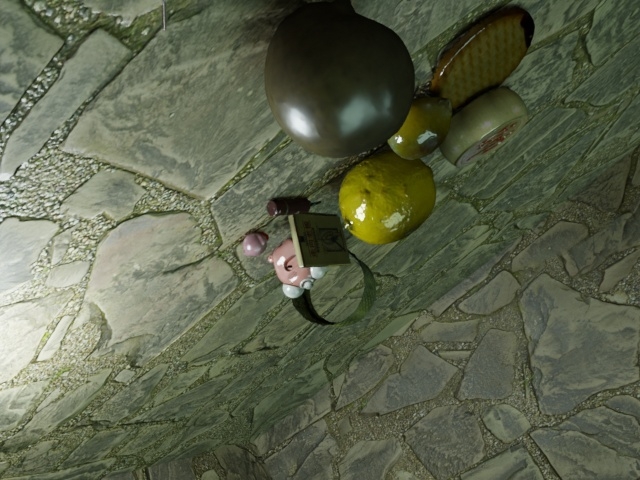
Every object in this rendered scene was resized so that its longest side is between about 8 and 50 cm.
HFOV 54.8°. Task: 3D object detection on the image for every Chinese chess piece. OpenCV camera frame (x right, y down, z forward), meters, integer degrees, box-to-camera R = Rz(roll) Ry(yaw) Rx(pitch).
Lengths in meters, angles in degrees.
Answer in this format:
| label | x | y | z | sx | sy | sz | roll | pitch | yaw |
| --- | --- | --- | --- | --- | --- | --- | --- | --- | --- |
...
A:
| label | x | y | z | sx | sy | sz | roll | pitch | yaw |
| --- | --- | --- | --- | --- | --- | --- | --- | --- | --- |
| Chinese chess piece | 0.470 | -0.328 | 1.800 | 0.269 | 0.112 | 0.270 | -30 | 167 | -8 |

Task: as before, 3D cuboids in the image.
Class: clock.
| label | x | y | z | sx | sy | sz | roll | pitch | yaw |
| --- | --- | --- | --- | --- | --- | --- | --- | --- | --- |
| clock | -0.070 | 0.079 | 1.904 | 0.166 | 0.162 | 0.092 | -40 | 153 | 15 |

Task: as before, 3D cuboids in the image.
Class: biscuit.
| label | x | y | z | sx | sy | sz | roll | pitch | yaw |
| --- | --- | --- | --- | --- | --- | --- | --- | --- | --- |
| biscuit | 0.421 | -0.468 | 1.612 | 0.317 | 0.040 | 0.318 | -27 | 155 | -14 |

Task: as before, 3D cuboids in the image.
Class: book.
| label | x | y | z | sx | sy | sz | roll | pitch | yaw |
| --- | --- | --- | --- | --- | --- | --- | --- | --- | --- |
| book | 0.000 | 0.000 | 1.850 | 0.026 | 0.161 | 0.230 | -21 | 167 | 37 |

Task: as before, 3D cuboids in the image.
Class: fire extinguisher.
| label | x | y | z | sx | sy | sz | roll | pitch | yaw |
| --- | --- | --- | --- | --- | --- | --- | --- | --- | --- |
| fire extinguisher | -0.080 | -0.093 | 1.717 | 0.157 | 0.045 | 0.078 | -10 | 176 | -43 |

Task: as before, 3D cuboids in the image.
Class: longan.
| label | x | y | z | sx | sy | sz | roll | pitch | yaw |
| --- | --- | --- | --- | --- | --- | --- | --- | --- | --- |
| longan | 0.033 | -0.300 | 1.156 | 0.297 | 0.297 | 0.297 | -27 | 155 | -13 |

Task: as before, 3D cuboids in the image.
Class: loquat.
| label | x | y | z | sx | sy | sz | roll | pitch | yaw |
| --- | --- | --- | --- | --- | --- | --- | --- | --- | --- |
| loquat | 0.260 | -0.298 | 1.612 | 0.195 | 0.152 | 0.152 | -32 | 158 | 25 |

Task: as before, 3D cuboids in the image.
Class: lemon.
| label | x | y | z | sx | sy | sz | roll | pitch | yaw |
| --- | --- | --- | --- | --- | --- | --- | --- | --- | --- |
| lemon | 0.187 | -0.122 | 1.732 | 0.284 | 0.260 | 0.260 | -52 | 154 | 1 |

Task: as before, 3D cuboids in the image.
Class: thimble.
| label | x | y | z | sx | sy | sz | roll | pitch | yaw |
| --- | --- | --- | --- | --- | --- | --- | --- | --- | --- |
| thimble | 0.048 | 0.158 | 2.078 | 0.270 | 0.271 | 0.150 | -37 | 157 | 11 |

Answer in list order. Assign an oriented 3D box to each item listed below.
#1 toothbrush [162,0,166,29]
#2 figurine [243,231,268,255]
| label | x | y | z | sx | sy | sz | roll | pitch | yaw |
| --- | --- | --- | --- | --- | --- | --- | --- | --- | --- |
| toothbrush | -0.254 | -0.380 | 0.997 | 0.008 | 0.006 | 0.097 | -13 | 150 | -19 |
| figurine | -0.187 | 0.012 | 1.747 | 0.067 | 0.071 | 0.083 | 39 | 103 | -21 |
